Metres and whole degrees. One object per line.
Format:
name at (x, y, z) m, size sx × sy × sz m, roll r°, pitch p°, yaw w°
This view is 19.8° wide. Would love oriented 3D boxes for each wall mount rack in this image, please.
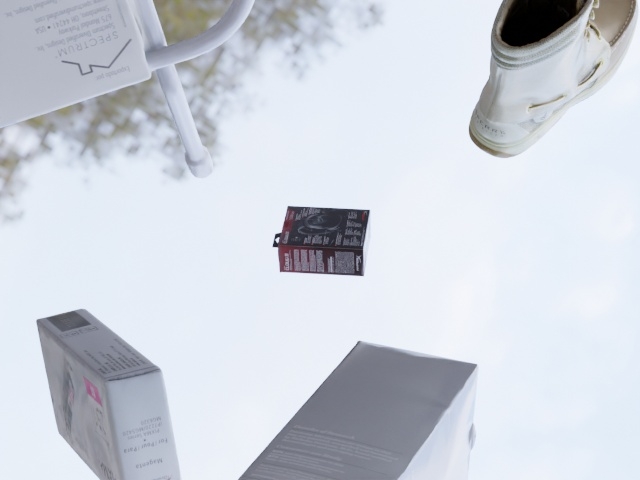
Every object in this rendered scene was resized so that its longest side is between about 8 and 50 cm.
wall mount rack at (-0.204, -0.111, 1.212) m, size 0.350 × 0.304 × 0.130 m, roll -18°, pitch -148°, yaw -3°

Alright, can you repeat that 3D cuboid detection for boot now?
boot at (0.208, -0.184, 1.549) m, size 0.213 × 0.077 × 0.165 m, roll -45°, pitch 159°, yaw -24°

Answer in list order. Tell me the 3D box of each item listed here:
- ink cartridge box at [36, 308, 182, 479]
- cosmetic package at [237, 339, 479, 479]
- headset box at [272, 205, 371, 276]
ink cartridge box at (-0.193, 0.207, 1.741) m, size 0.275 × 0.060 × 0.239 m, roll -156°, pitch -124°, yaw -67°
cosmetic package at (0.028, 0.172, 1.245) m, size 0.238 × 0.107 × 0.127 m, roll -45°, pitch 143°, yaw -64°
headset box at (0.000, 0.000, 1.601) m, size 0.062 × 0.083 × 0.032 m, roll -79°, pitch 169°, yaw -54°
